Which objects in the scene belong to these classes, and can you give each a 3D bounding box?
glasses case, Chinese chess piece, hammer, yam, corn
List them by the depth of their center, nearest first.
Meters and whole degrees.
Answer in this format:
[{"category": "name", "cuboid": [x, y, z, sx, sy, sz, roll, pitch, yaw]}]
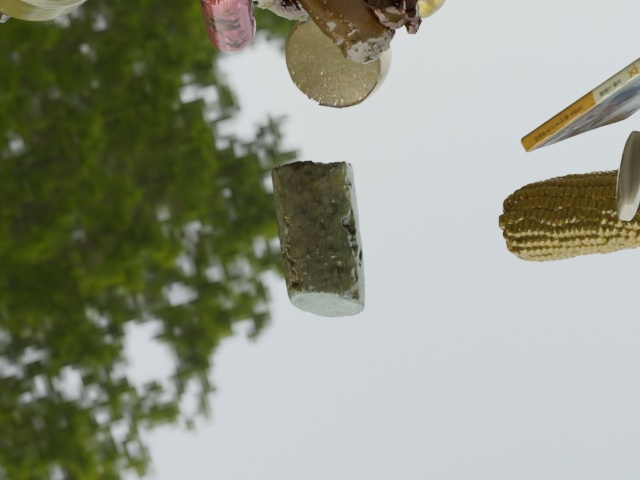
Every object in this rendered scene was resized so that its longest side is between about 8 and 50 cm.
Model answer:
[{"category": "hammer", "cuboid": [-0.068, -0.172, 1.451, 0.043, 0.083, 0.043, -1, -116, 2]}, {"category": "glasses case", "cuboid": [0.252, -0.053, 1.591, 0.021, 0.032, 0.083, 11, -126, 4]}, {"category": "Chinese chess piece", "cuboid": [0.020, -0.210, 2.209, 0.122, 0.122, 0.051, -2, -152, 20]}, {"category": "corn", "cuboid": [0.323, -0.033, 2.277, 0.310, 0.101, 0.101, -10, -156, 45]}, {"category": "yam", "cuboid": [0.000, 0.000, 2.483, 0.107, 0.194, 0.107, -7, 171, -1]}]

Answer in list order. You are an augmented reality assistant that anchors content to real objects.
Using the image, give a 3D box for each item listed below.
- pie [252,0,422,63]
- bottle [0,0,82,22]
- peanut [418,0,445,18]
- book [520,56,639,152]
[{"category": "pie", "cuboid": [-0.014, -0.303, 1.616, 0.105, 0.274, 0.257, -21, -134, 63]}, {"category": "bottle", "cuboid": [-0.335, -0.344, 2.297, 0.171, 0.171, 0.351, -21, -173, -13]}, {"category": "peanut", "cuboid": [0.098, -0.320, 2.265, 0.087, 0.087, 0.207, -13, -150, 0]}, {"category": "book", "cuboid": [0.333, -0.173, 1.745, 0.295, 0.020, 0.208, -35, 171, 35]}]
